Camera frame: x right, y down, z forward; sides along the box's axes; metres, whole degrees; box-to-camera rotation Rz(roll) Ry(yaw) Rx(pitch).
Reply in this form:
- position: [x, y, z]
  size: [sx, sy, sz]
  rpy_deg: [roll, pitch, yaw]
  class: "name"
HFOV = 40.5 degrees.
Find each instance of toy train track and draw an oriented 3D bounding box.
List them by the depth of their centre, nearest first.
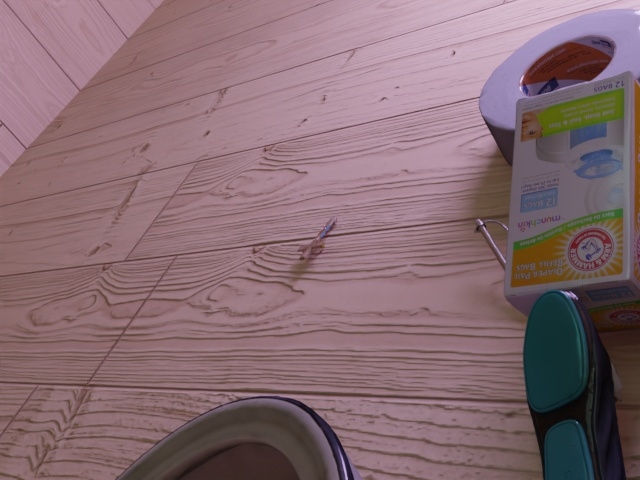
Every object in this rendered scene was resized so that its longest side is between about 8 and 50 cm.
- position: [0.000, 0.000, 1.130]
  size: [0.048, 0.014, 0.083]
  rpy_deg: [-13, 31, 47]
  class: "toy train track"

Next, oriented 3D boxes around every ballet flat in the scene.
- position: [0.197, 0.136, 0.654]
  size: [0.074, 0.074, 0.203]
  rpy_deg: [-19, 50, 28]
  class: "ballet flat"

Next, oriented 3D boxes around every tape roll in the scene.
- position: [0.297, -0.173, 1.001]
  size: [0.219, 0.072, 0.219]
  rpy_deg: [-26, 32, 18]
  class: "tape roll"

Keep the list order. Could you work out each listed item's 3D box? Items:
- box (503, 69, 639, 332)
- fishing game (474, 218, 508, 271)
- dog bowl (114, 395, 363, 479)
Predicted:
- position: [0.240, -0.028, 0.768]
  size: [0.114, 0.103, 0.203]
  rpy_deg: [-10, 59, 38]
  class: "box"
- position: [0.281, -0.051, 0.850]
  size: [0.264, 0.041, 0.189]
  rpy_deg: [-40, 43, 15]
  class: "fishing game"
- position: [-0.085, 0.314, 0.580]
  size: [0.408, 0.150, 0.408]
  rpy_deg: [-38, 24, 20]
  class: "dog bowl"
